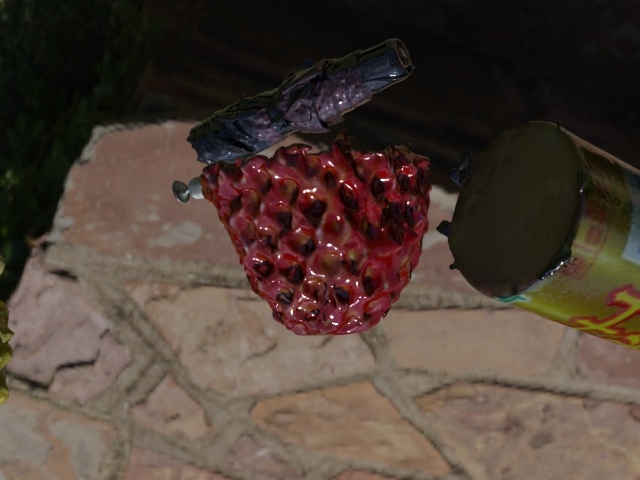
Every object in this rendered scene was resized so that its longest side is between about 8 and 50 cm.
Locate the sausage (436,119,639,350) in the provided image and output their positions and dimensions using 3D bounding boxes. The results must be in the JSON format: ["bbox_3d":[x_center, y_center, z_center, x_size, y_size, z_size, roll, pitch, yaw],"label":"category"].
[{"bbox_3d":[0.226,0.022,0.792,0.317,0.117,0.125,22,172,-38],"label":"sausage"}]

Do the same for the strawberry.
[{"bbox_3d":[0.000,0.000,1.048,0.234,0.178,0.234,-3,177,0],"label":"strawberry"}]

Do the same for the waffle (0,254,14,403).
[{"bbox_3d":[-0.387,0.092,1.082,0.238,0.243,0.059,6,-179,28],"label":"waffle"}]

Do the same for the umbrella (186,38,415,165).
[{"bbox_3d":[-0.029,-0.173,1.434,0.326,0.094,0.090,-21,108,28],"label":"umbrella"}]

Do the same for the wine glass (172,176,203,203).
[{"bbox_3d":[-0.189,-0.084,1.742,0.083,0.039,0.042,-12,118,35],"label":"wine glass"}]
